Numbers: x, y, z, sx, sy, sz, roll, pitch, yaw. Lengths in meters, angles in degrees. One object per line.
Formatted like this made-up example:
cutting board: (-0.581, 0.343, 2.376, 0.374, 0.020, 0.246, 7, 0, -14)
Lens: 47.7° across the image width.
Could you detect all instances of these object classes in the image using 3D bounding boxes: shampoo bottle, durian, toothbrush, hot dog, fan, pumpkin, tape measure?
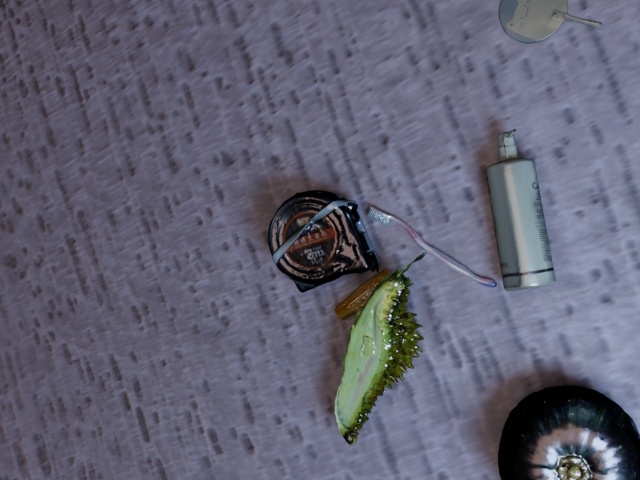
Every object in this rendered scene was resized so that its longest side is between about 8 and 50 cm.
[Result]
shampoo bottle: (0.328, -0.051, 1.209, 0.085, 0.085, 0.263, -10, 88, 23)
durian: (0.110, 0.186, 1.295, 0.132, 0.106, 0.375, 21, 101, 23)
toothbrush: (0.197, 0.011, 1.300, 0.269, 0.021, 0.027, 33, 116, 19)
hot dog: (0.084, 0.105, 1.347, 0.137, 0.028, 0.044, -40, 51, 16)
fan: (0.387, -0.381, 1.217, 0.175, 0.005, 0.113, 22, 99, 22)
pumpkin: (0.397, 0.345, 1.152, 0.233, 0.163, 0.233, 1, 93, 20)
tape measure: (-0.002, -0.004, 1.338, 0.182, 0.107, 0.181, -17, 88, 22)
